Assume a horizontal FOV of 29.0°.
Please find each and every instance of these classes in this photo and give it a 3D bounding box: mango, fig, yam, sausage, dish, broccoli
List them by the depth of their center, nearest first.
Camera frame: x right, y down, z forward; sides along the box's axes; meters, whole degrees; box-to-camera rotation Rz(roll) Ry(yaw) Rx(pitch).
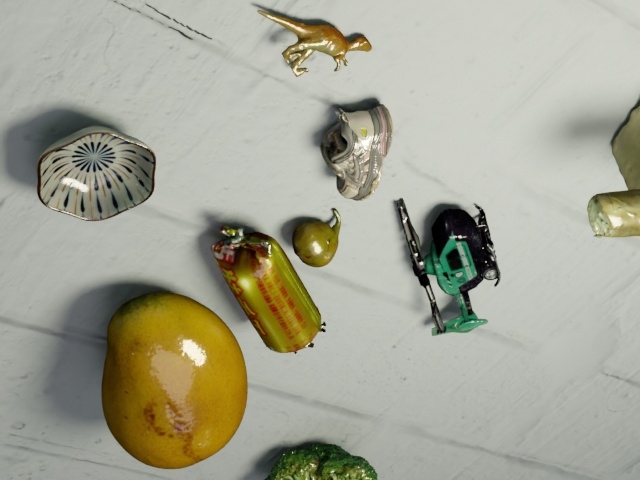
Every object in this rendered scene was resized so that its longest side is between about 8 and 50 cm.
[{"bbox_3d":[-0.342,-0.115,1.872,0.191,0.066,0.190,-10,140,-9],"label":"dish"},{"bbox_3d":[0.607,-0.049,1.966,0.371,0.083,0.083,-4,138,-12],"label":"yam"},{"bbox_3d":[0.000,0.000,2.107,0.098,0.082,0.084,-28,104,-9],"label":"fig"},{"bbox_3d":[-0.094,0.073,2.114,0.117,0.125,0.317,-55,144,-21],"label":"sausage"},{"bbox_3d":[-0.263,0.241,2.186,0.264,0.221,0.378,-10,131,-2],"label":"mango"},{"bbox_3d":[0.006,0.550,2.577,0.254,0.269,0.269,19,130,-16],"label":"broccoli"}]

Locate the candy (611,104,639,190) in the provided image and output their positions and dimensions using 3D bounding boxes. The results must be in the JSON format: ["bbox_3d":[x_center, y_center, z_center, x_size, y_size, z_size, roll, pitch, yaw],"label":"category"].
[{"bbox_3d":[0.613,-0.193,1.995,0.135,0.179,0.320,3,136,-20],"label":"candy"}]

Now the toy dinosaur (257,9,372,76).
[{"bbox_3d":[-0.004,-0.302,1.795,0.126,0.039,0.162,-30,133,1],"label":"toy dinosaur"}]

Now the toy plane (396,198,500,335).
[{"bbox_3d":[0.244,0.056,2.228,0.155,0.106,0.381,-14,141,8],"label":"toy plane"}]

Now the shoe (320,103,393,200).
[{"bbox_3d":[0.048,-0.136,1.952,0.092,0.089,0.180,3,134,-21],"label":"shoe"}]
